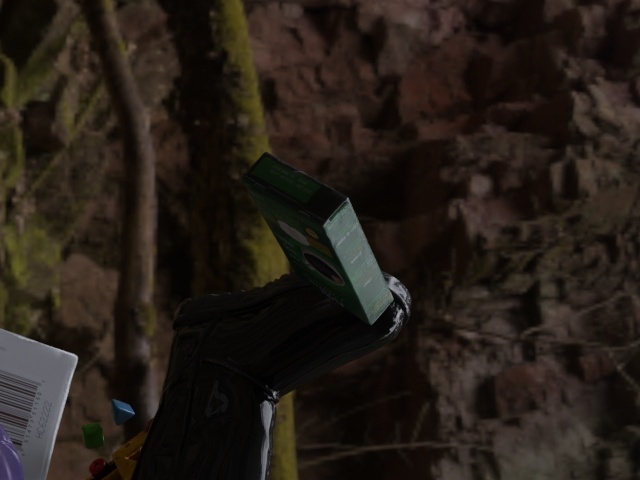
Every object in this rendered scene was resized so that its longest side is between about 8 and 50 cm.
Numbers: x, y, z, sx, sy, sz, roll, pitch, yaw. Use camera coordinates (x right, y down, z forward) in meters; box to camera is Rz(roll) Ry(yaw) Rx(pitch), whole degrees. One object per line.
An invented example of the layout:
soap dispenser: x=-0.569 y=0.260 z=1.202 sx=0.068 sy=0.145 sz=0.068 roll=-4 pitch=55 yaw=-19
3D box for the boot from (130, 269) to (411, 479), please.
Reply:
boot: x=-0.078 y=0.266 z=1.360 sx=0.367 sy=0.146 sz=0.445 roll=-16 pitch=-134 yaw=35

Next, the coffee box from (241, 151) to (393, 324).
coffee box: x=0.000 y=0.000 z=1.092 sx=0.113 sy=0.040 sz=0.184 roll=31 pitch=-19 yaw=34

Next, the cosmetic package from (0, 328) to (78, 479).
cosmetic package: x=-0.568 y=0.286 z=1.743 sx=0.453 sy=0.161 sz=0.230 roll=-17 pitch=-124 yaw=50

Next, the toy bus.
toy bus: x=-0.249 y=0.342 z=1.615 sx=0.104 sy=0.190 sz=0.202 roll=38 pitch=-62 yaw=60

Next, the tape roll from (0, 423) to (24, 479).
tape roll: x=-0.359 y=0.205 z=0.981 sx=0.080 sy=0.189 sz=0.189 roll=-45 pitch=-135 yaw=21
